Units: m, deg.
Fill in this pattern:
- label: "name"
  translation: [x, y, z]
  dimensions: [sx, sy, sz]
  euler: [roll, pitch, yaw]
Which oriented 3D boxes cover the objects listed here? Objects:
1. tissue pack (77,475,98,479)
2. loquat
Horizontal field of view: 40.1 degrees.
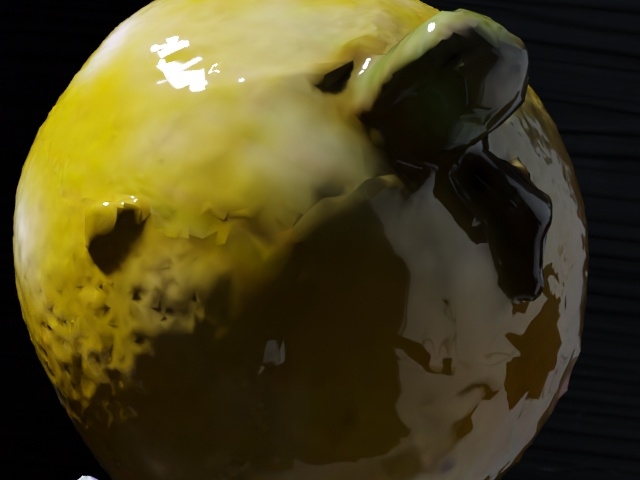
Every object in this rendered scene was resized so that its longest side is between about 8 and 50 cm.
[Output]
- label: "tissue pack"
  translation: [-0.186, 0.434, 0.977]
  dimensions: [0.160, 0.242, 0.338]
  euler: [-45, -27, -22]
- label: "loquat"
  translation: [0.000, 0.000, 0.480]
  dimensions: [0.359, 0.328, 0.328]
  euler: [130, 150, -59]
